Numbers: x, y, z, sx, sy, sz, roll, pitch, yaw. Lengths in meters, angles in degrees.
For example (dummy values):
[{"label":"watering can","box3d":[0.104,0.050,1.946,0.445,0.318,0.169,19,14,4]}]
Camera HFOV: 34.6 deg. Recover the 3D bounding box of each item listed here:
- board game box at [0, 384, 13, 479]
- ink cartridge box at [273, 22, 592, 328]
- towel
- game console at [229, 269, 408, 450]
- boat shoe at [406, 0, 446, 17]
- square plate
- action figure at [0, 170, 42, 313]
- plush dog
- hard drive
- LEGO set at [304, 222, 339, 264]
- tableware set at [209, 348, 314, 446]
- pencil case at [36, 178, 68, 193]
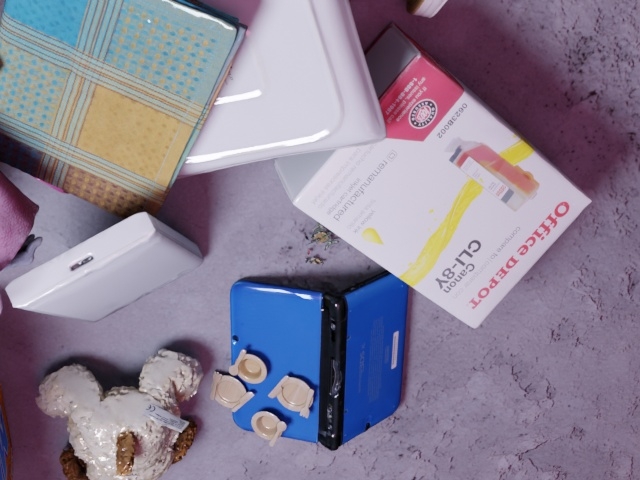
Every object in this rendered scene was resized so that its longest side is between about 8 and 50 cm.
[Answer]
[{"label":"board game box","box3d":[-0.635,0.311,1.418,0.356,0.356,0.356,-6,118,-11]},{"label":"ink cartridge box","box3d":[0.170,-0.087,1.538,0.384,0.160,0.279,34,104,-27]},{"label":"towel","box3d":[-0.273,-0.189,1.263,0.271,0.040,0.370,27,134,-7]},{"label":"game console","box3d":[0.000,0.181,1.709,0.250,0.173,0.293,-23,126,-39]},{"label":"boat shoe","box3d":[0.227,-0.415,1.421,0.096,0.098,0.277,30,105,-25]},{"label":"square plate","box3d":[-0.119,-0.222,1.275,0.344,0.049,0.347,-9,130,13]},{"label":"action figure","box3d":[-0.517,-0.098,1.223,0.248,0.276,0.370,-8,139,28]},{"label":"plush dog","box3d":[-0.301,0.317,1.624,0.262,0.211,0.225,-10,142,-10]},{"label":"hard drive","box3d":[-0.286,0.045,1.427,0.203,0.307,0.040,-28,80,1]},{"label":"LEGO set","box3d":[-0.003,0.000,1.622,0.054,0.023,0.083,24,121,-22]},{"label":"tableware set","box3d":[-0.098,0.253,1.675,0.168,0.020,0.141,34,122,1]},{"label":"pencil case","box3d":[-0.314,-0.158,1.417,0.209,0.095,0.098,-45,123,13]}]
